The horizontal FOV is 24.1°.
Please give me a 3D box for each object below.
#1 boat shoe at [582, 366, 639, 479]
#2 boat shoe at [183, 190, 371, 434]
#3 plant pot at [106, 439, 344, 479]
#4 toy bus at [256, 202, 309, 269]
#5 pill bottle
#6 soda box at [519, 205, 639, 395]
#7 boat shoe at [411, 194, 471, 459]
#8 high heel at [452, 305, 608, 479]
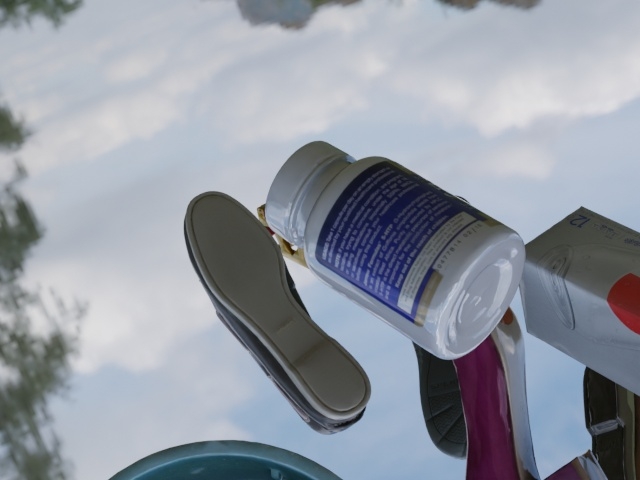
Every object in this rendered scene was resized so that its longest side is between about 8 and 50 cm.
[{"bbox_3d":[0.412,0.300,1.954,0.104,0.307,0.110,9,168,-25],"label":"boat shoe"},{"bbox_3d":[-0.067,0.095,1.806,0.112,0.335,0.095,-29,164,-29],"label":"boat shoe"},{"bbox_3d":[-0.047,0.373,1.333,0.341,0.341,0.334,-20,160,7],"label":"plant pot"},{"bbox_3d":[-0.003,-0.006,2.247,0.190,0.104,0.202,-4,-151,12],"label":"toy bus"},{"bbox_3d":[0.052,0.000,1.148,0.186,0.112,0.112,32,-135,28],"label":"pill bottle"},{"bbox_3d":[0.295,0.075,1.252,0.091,0.098,0.286,-32,-141,-24],"label":"soda box"},{"bbox_3d":[0.163,0.105,1.774,0.118,0.320,0.103,-14,160,14],"label":"boat shoe"},{"bbox_3d":[0.141,0.169,1.540,0.181,0.377,0.127,-35,159,20],"label":"high heel"}]
